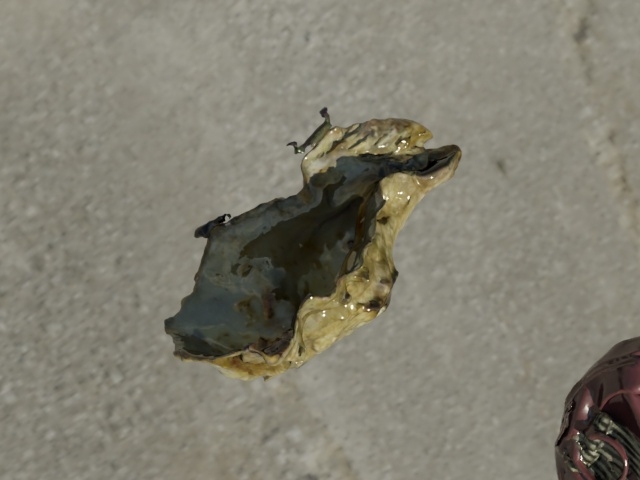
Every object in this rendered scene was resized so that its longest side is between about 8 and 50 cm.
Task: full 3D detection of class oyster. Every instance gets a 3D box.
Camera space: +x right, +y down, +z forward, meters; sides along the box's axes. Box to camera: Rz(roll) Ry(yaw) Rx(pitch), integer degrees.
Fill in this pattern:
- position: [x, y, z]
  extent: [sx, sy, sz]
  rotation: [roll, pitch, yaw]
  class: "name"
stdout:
- position: [-0.005, 0.000, 1.326]
  extent: [0.337, 0.197, 0.133]
  rotation: [-55, 142, -26]
  class: "oyster"

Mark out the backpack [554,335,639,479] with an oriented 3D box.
- position: [0.402, 0.231, 1.491]
  extent: [0.317, 0.283, 0.197]
  rotation: [19, 40, 2]
  class: "backpack"
